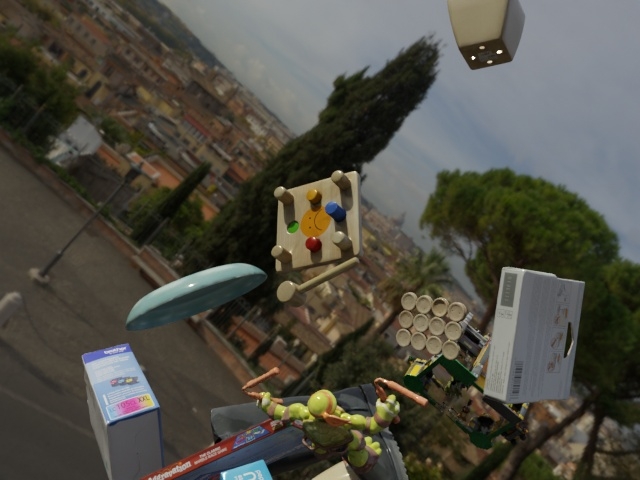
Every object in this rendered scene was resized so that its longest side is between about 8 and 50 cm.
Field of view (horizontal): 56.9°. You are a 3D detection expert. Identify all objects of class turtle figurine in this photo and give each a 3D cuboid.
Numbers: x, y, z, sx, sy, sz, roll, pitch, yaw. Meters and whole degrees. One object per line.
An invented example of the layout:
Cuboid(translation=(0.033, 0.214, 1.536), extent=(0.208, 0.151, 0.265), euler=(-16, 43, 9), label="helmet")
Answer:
Cuboid(translation=(0.030, 0.276, 0.867), extent=(0.217, 0.269, 0.087), euler=(69, 24, -48), label="turtle figurine")

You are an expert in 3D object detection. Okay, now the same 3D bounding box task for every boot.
Cuboid(translation=(-0.038, 0.555, 1.493), extent=(0.445, 0.146, 0.367), euler=(-4, 39, -16), label="boot")

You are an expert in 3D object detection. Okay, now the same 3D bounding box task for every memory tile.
Cuboid(translation=(0.214, 0.165, 1.151), extent=(0.148, 0.113, 0.012), euler=(9, 3, 45), label="memory tile")

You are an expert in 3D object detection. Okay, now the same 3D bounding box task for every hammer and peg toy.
Cuboid(translation=(0.000, 0.000, 1.579), extent=(0.127, 0.266, 0.361), euler=(39, 44, -52), label="hammer and peg toy")

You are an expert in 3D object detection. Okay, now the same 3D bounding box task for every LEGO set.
Cuboid(translation=(0.398, 0.347, 1.513), extent=(0.331, 0.255, 0.192), euler=(34, 45, 13), label="LEGO set")

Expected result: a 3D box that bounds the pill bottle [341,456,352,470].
Cuboid(translation=(0.098, 0.683, 1.978), extent=(0.086, 0.086, 0.152), euler=(37, 19, -47), label="pill bottle")

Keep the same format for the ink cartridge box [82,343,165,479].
Cuboid(translation=(-0.589, 0.493, 1.729), extent=(0.151, 0.270, 0.395), euler=(-11, 29, -30), label="ink cartridge box")

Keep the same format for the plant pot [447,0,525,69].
Cuboid(translation=(0.282, -0.356, 1.004), extent=(0.109, 0.096, 0.109), euler=(-5, -19, 31), label="plant pot")

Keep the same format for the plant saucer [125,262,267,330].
Cuboid(translation=(-0.270, 0.118, 1.283), extent=(0.317, 0.317, 0.044), euler=(20, 47, -76), label="plant saucer")

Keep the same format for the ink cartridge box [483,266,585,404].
Cuboid(translation=(0.464, 0.206, 1.269), extent=(0.239, 0.275, 0.060), euler=(10, -2, -38), label="ink cartridge box")

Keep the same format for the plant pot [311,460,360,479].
Cuboid(translation=(0.113, 0.864, 2.039), extent=(0.256, 0.274, 0.256), euler=(172, -90, -81), label="plant pot")

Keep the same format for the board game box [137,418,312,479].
Cuboid(translation=(-0.144, 0.364, 0.983), extent=(0.145, 0.281, 0.027), euler=(52, 14, -55), label="board game box")

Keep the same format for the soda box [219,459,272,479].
Cuboid(translation=(-0.078, 0.420, 0.827), extent=(0.071, 0.067, 0.210), euler=(-7, 35, -27), label="soda box")
